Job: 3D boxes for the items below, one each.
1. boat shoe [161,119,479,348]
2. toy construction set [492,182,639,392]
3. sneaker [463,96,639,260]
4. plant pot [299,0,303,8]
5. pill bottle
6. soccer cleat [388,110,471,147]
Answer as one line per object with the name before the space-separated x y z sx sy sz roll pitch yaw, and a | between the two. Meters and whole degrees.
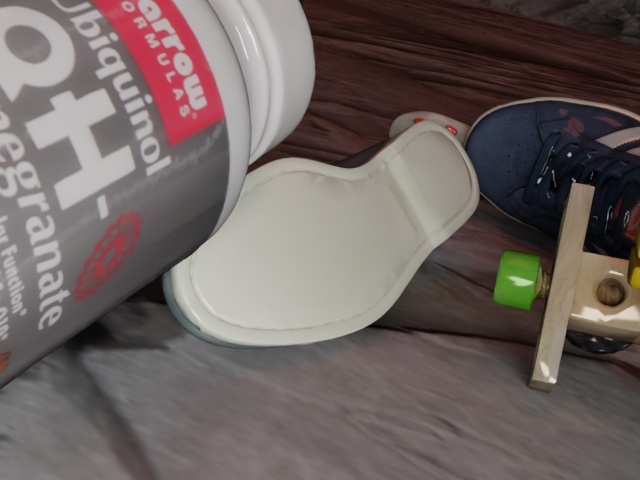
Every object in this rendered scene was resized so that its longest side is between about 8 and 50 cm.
boat shoe | 0.000 0.000 0.626 0.099 0.116 0.319 -26 2 40
toy construction set | 0.212 -0.008 0.472 0.237 0.309 0.257 15 13 20
sneaker | 0.258 -0.026 0.735 0.350 0.131 0.148 24 20 27
plant pot | -0.138 -0.284 1.028 0.272 0.271 0.255 17 6 11
pill bottle | -0.142 -0.041 0.404 0.176 0.176 0.318 23 38 25
soccer cleat | 0.161 -0.076 0.909 0.196 0.068 0.076 21 17 2
